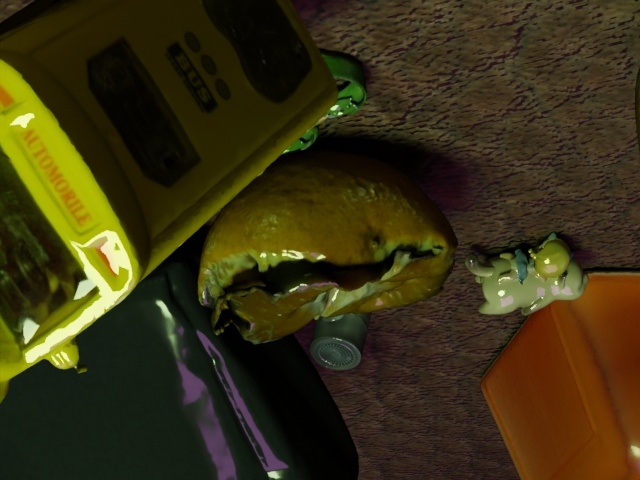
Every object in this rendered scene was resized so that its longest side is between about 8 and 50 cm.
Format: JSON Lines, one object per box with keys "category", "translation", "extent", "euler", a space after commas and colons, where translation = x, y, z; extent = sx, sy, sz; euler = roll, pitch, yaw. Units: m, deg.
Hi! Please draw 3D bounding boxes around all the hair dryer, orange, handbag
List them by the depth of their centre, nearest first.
{"category": "orange", "translation": [0.000, 0.000, 1.203], "extent": [0.160, 0.112, 0.170], "euler": [-18, 180, 3]}
{"category": "hair dryer", "translation": [0.003, 0.031, 1.363], "extent": [0.037, 0.063, 0.114], "euler": [-6, 136, 23]}
{"category": "handbag", "translation": [-0.152, 0.108, 1.386], "extent": [0.302, 0.178, 0.275], "euler": [-14, 112, 25]}

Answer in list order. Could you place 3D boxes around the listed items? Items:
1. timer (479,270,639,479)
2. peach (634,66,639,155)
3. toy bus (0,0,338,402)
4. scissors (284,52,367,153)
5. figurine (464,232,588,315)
{"category": "timer", "translation": [0.289, 0.114, 1.542], "extent": [0.250, 0.161, 0.257], "euler": [-14, 160, -17]}
{"category": "peach", "translation": [0.279, -0.061, 1.027], "extent": [0.235, 0.214, 0.214], "euler": [-6, 165, -47]}
{"category": "toy bus", "translation": [-0.119, -0.031, 0.861], "extent": [0.152, 0.144, 0.330], "euler": [-26, -170, 30]}
{"category": "scissors", "translation": [-0.075, -0.087, 1.087], "extent": [0.204, 0.027, 0.101], "euler": [9, 151, -34]}
{"category": "figurine", "translation": [0.145, 0.022, 1.371], "extent": [0.083, 0.047, 0.050], "euler": [-11, 146, 4]}
